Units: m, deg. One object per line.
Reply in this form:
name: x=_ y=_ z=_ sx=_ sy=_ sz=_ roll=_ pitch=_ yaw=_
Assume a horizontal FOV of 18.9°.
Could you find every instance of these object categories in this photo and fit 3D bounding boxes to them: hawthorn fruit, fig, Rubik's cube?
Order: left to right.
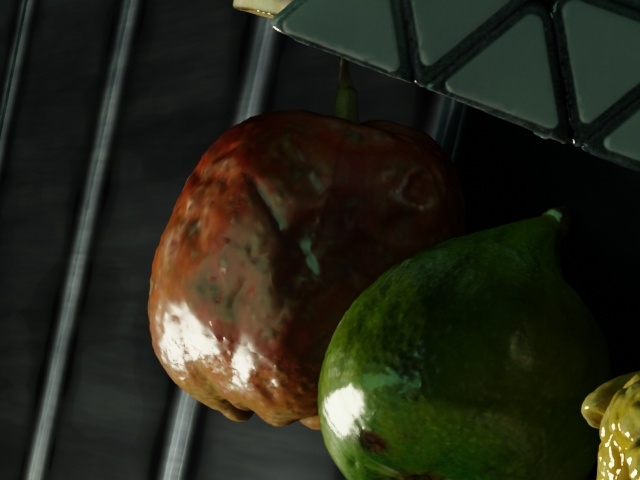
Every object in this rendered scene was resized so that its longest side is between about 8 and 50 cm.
hawthorn fruit: x=-0.004 y=0.024 z=1.464 sx=0.261 sy=0.258 sz=0.258 roll=-59 pitch=34 yaw=24
fig: x=0.107 y=0.068 z=1.327 sx=0.203 sy=0.203 sz=0.235 roll=-45 pitch=23 yaw=49
Rubik's cube: x=0.150 y=-0.173 z=1.261 sx=0.229 sy=0.233 sz=0.228 roll=-3 pitch=56 yaw=42

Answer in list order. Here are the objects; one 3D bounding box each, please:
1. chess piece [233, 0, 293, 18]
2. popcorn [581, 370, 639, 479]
chess piece: x=0.020 y=-0.383 z=1.683 sx=0.117 sy=0.117 sz=0.397 roll=21 pitch=100 yaw=62
popcorn: x=0.226 y=0.140 z=1.103 sx=0.194 sy=0.140 sz=0.163 roll=92 pitch=180 yaw=-58
